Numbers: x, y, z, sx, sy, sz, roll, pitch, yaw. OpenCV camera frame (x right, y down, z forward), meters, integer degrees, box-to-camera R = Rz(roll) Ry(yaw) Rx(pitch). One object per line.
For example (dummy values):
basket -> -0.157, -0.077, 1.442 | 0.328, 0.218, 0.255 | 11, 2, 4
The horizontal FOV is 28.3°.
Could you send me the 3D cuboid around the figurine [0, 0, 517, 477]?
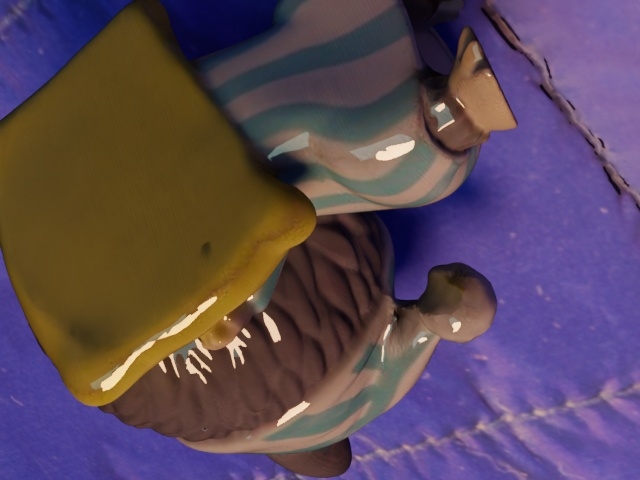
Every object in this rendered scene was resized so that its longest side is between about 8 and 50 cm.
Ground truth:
figurine -> 0.000, 0.000, 0.903 | 0.361, 0.266, 0.378 | -26, 150, 16
